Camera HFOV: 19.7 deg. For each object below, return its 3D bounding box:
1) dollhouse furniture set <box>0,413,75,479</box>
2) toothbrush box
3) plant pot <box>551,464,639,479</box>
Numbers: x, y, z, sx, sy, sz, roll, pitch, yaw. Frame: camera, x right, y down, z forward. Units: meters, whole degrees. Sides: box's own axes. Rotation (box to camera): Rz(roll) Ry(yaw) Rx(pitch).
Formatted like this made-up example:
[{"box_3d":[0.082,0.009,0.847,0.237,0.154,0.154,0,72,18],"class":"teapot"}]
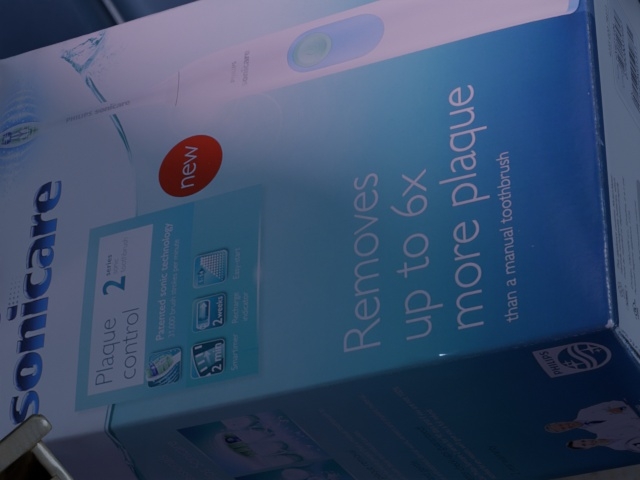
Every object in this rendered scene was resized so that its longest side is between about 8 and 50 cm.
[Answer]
[{"box_3d":[-0.157,0.105,0.600,0.101,0.161,0.182,50,-10,-3],"class":"dollhouse furniture set"},{"box_3d":[0.000,0.000,0.808,0.126,0.296,0.216,47,37,-49],"class":"toothbrush box"},{"box_3d":[0.147,0.082,0.950,0.334,0.305,0.333,32,37,-29],"class":"plant pot"}]
